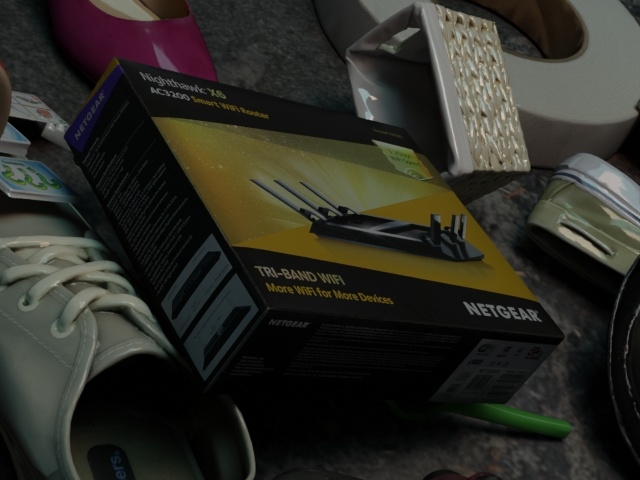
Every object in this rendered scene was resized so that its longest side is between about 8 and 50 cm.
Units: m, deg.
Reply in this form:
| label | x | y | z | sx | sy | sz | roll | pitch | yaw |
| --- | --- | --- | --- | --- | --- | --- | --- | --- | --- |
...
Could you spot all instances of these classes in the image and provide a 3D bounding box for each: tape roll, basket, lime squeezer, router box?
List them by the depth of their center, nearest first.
| label | x | y | z | sx | sy | sz | roll | pitch | yaw |
| --- | --- | --- | --- | --- | --- | --- | --- | --- | --- |
| router box | 0.000 | 0.000 | 1.014 | 0.309 | 0.081 | 0.243 | 8 | 38 | -46 |
| lime squeezer | 0.054 | 0.097 | 1.109 | 0.310 | 0.059 | 0.110 | 30 | 5 | 2 |
| basket | 0.106 | -0.115 | 1.281 | 0.103 | 0.113 | 0.167 | 2 | 70 | -39 |
| tape roll | 0.180 | -0.233 | 1.530 | 0.392 | 0.072 | 0.392 | 17 | 40 | -15 |

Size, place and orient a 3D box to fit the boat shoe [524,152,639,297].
| label | x | y | z | sx | sy | sz | roll | pitch | yaw |
| --- | --- | --- | --- | --- | --- | --- | --- | --- | --- |
| boat shoe | 0.320 | 0.045 | 1.298 | 0.302 | 0.109 | 0.094 | 38 | 76 | 9 |

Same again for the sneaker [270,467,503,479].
| label | x | y | z | sx | sy | sz | roll | pitch | yaw |
| --- | --- | --- | --- | --- | --- | --- | --- | --- | --- |
| sneaker | 0.059 | 0.196 | 0.933 | 0.281 | 0.106 | 0.162 | 37 | 23 | -27 |

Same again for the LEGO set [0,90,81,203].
| label | x | y | z | sx | sy | sz | roll | pitch | yaw |
| --- | --- | --- | --- | --- | --- | --- | --- | --- | --- |
| LEGO set | -0.196 | -0.090 | 1.077 | 0.182 | 0.060 | 0.244 | 40 | 16 | 26 |

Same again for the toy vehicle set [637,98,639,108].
| label | x | y | z | sx | sy | sz | roll | pitch | yaw |
| --- | --- | --- | --- | --- | --- | --- | --- | --- | --- |
| toy vehicle set | 0.440 | -0.134 | 1.550 | 0.166 | 0.035 | 0.267 | 57 | 39 | -8 |

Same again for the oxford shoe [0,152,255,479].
| label | x | y | z | sx | sy | sz | roll | pitch | yaw |
| --- | --- | --- | --- | --- | --- | --- | --- | --- | --- |
| oxford shoe | -0.168 | 0.058 | 0.940 | 0.169 | 0.130 | 0.449 | -9 | 49 | -34 |

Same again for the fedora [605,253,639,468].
| label | x | y | z | sx | sy | sz | roll | pitch | yaw |
| --- | --- | --- | --- | --- | --- | --- | --- | --- | --- |
| fedora | 0.405 | 0.105 | 1.140 | 0.334 | 0.152 | 0.334 | 5 | 69 | -13 |

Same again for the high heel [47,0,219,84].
| label | x | y | z | sx | sy | sz | roll | pitch | yaw |
| --- | --- | --- | --- | --- | --- | --- | --- | --- | --- |
| high heel | -0.179 | -0.272 | 1.258 | 0.127 | 0.181 | 0.377 | -14 | 54 | -41 |

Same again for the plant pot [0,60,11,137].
| label | x | y | z | sx | sy | sz | roll | pitch | yaw |
| --- | --- | --- | --- | --- | --- | --- | --- | --- | --- |
| plant pot | -0.343 | -0.128 | 0.892 | 0.243 | 0.275 | 0.275 | 48 | 41 | 15 |
